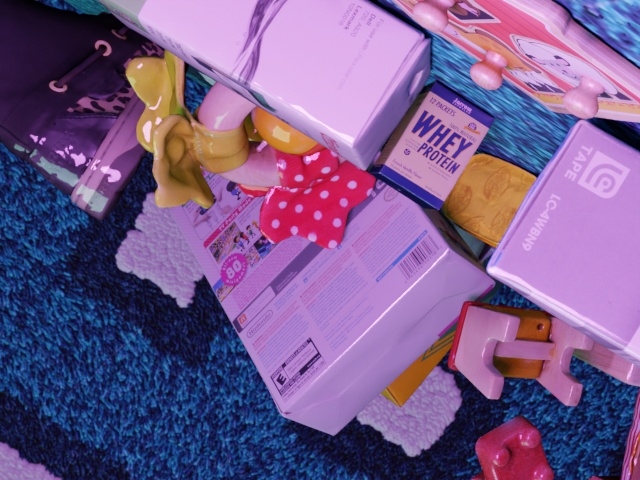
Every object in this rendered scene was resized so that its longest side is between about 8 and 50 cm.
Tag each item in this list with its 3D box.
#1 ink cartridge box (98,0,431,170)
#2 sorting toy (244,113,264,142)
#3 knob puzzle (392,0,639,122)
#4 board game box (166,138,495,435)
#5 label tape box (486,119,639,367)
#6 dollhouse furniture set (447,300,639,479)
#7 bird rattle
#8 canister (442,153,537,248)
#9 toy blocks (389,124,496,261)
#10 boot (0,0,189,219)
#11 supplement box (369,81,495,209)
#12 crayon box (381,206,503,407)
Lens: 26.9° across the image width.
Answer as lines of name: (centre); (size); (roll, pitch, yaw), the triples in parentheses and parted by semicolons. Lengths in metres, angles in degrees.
ink cartridge box: (-0.039, -0.146, 0.933); (0.219, 0.093, 0.160); (32, -179, 6)
sorting toy: (-0.126, -0.183, 1.175); (0.365, 0.126, 0.127); (31, -179, -37)
knob puzzle: (0.078, -0.110, 0.701); (0.213, 0.030, 0.213); (32, -179, 0)
board game box: (0.000, 0.000, 1.309); (0.097, 0.224, 0.303); (29, -158, -48)
label tape box: (0.280, 0.064, 0.863); (0.347, 0.115, 0.249); (33, -177, 7)
dollhouse furniture set: (0.269, 0.167, 1.298); (0.374, 0.201, 0.152); (9, -171, -26)
bird rattle: (-0.030, -0.084, 1.125); (0.253, 0.207, 0.143); (21, -137, -37)
canister: (0.213, -0.005, 1.262); (0.170, 0.073, 0.126); (30, -178, -34)
toy blocks: (0.053, 0.005, 1.555); (0.309, 0.260, 0.288); (32, 180, 16)
boot: (-0.273, -0.197, 1.278); (0.284, 0.138, 0.377); (27, -145, -13)
supplement box: (0.087, -0.074, 1.063); (0.056, 0.083, 0.083); (32, 180, -5)
crayon box: (0.092, 0.072, 1.748); (0.203, 0.323, 0.083); (32, 165, 39)
